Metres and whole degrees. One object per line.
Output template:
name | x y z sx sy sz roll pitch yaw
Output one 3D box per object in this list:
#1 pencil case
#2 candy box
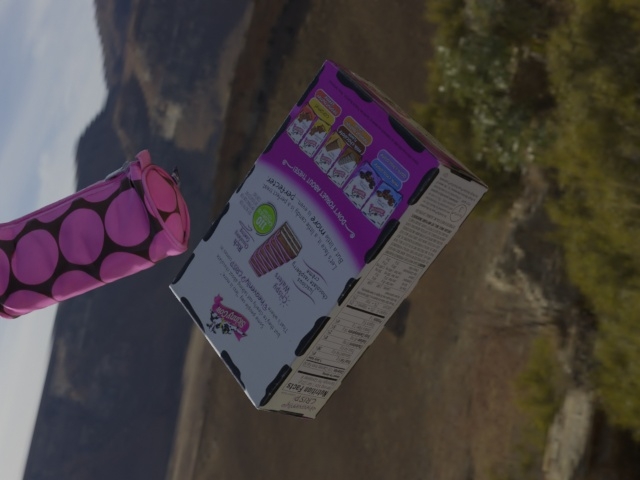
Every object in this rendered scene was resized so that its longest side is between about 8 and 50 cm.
pencil case | -0.225 -0.002 1.067 0.098 0.209 0.095 62 -164 -19
candy box | 0.000 0.000 0.894 0.233 0.071 0.159 -53 48 14
